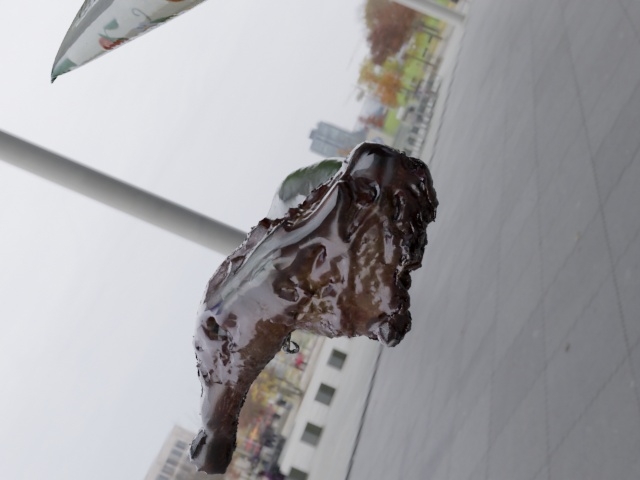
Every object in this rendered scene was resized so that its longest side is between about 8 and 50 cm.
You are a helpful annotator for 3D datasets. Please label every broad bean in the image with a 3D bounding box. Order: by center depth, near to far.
[{"bbox_3d":[0.000,0.000,0.675,0.292,0.049,0.144,-45,58,58],"label":"broad bean"}]

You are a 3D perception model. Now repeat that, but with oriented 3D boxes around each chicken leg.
[{"bbox_3d":[-0.017,0.034,0.374,0.205,0.093,0.053,-44,-15,35],"label":"chicken leg"}]

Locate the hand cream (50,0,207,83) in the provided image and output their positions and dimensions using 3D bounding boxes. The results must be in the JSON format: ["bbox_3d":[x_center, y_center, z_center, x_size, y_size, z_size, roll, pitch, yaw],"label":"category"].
[{"bbox_3d":[-0.050,-0.134,0.330,0.276,0.059,0.095,-6,50,53],"label":"hand cream"}]
